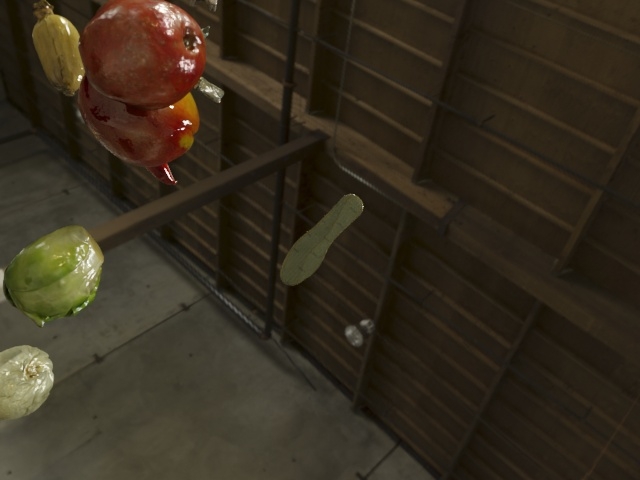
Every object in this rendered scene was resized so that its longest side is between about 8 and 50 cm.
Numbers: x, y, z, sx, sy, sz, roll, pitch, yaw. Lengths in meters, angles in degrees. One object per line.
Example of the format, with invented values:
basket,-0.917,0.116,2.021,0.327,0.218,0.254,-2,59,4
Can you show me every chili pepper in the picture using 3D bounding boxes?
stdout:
chili pepper,-0.552,-0.323,1.939,0.368,0.137,0.092,108,-14,-58

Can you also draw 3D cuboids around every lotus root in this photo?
lotus root,-0.832,-0.608,1.861,0.146,0.131,0.303,-17,-89,24

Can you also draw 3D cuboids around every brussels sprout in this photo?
brussels sprout,-0.720,0.100,1.572,0.227,0.294,0.259,51,-4,-26

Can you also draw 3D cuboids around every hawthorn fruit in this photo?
hawthorn fruit,-0.407,-0.426,1.339,0.284,0.284,0.284,29,-46,35

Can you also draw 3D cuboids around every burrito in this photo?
burrito,-0.389,-0.527,2.040,0.042,0.171,0.051,28,-85,23

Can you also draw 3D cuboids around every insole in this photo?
insole,0.000,0.000,1.758,0.119,0.348,0.009,40,6,-29

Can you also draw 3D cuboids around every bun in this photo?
bun,-0.731,0.340,1.404,0.111,0.188,0.164,-35,-92,34

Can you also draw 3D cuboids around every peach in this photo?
peach,-0.511,-0.362,1.620,0.332,0.308,0.307,31,-21,-35

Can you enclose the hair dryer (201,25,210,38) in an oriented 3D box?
hair dryer,-0.423,-0.687,2.032,0.183,0.044,0.155,0,-78,55

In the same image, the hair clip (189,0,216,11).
hair clip,-0.340,-0.879,1.774,0.085,0.101,0.331,176,-78,-71
